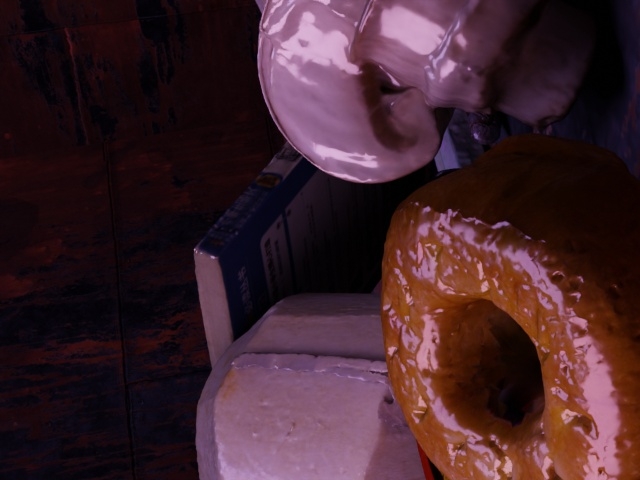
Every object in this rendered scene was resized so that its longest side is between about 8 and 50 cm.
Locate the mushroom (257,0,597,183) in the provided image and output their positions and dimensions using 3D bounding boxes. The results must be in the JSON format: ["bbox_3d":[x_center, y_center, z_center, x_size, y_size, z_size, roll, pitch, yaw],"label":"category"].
[{"bbox_3d":[0.081,-0.166,0.815,0.189,0.195,0.253,-70,6,-55],"label":"mushroom"}]

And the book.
[{"bbox_3d":[0.000,0.000,1.421,0.428,0.039,0.300,-51,-32,-42],"label":"book"}]

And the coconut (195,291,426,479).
[{"bbox_3d":[0.049,0.200,1.201,0.323,0.323,0.322,171,90,-85],"label":"coconut"}]

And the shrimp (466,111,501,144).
[{"bbox_3d":[0.136,-0.117,1.082,0.092,0.029,0.038,-99,2,-56],"label":"shrimp"}]

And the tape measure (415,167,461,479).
[{"bbox_3d":[0.138,0.111,0.953,0.253,0.114,0.260,-109,13,-53],"label":"tape measure"}]

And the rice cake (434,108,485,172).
[{"bbox_3d":[0.141,-0.019,1.139,0.085,0.040,0.226,86,173,-60],"label":"rice cake"}]

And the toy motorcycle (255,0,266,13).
[{"bbox_3d":[0.042,-0.207,0.984,0.108,0.223,0.340,-54,-47,-36],"label":"toy motorcycle"}]

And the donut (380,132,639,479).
[{"bbox_3d":[0.126,0.052,0.698,0.227,0.114,0.226,34,133,45],"label":"donut"}]
